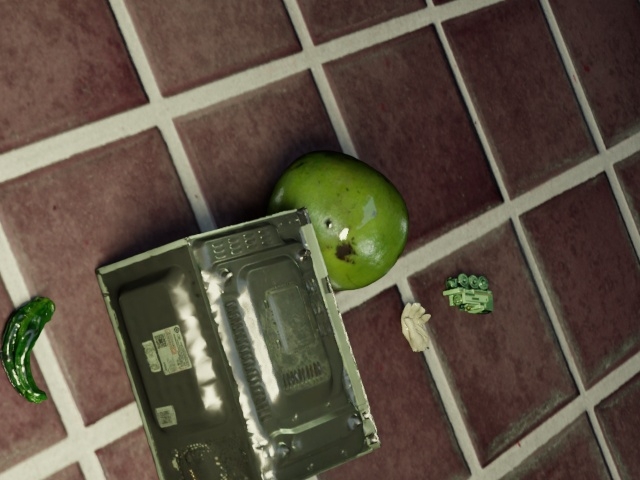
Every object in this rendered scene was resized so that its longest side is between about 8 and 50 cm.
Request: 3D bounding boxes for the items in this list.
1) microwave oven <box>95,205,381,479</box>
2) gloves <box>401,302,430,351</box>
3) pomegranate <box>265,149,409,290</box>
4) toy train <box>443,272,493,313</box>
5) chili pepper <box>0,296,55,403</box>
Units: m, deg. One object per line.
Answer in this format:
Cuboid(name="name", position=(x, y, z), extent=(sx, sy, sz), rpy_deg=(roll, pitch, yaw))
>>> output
Cuboid(name="microwave oven", position=(-0.084, 0.134, 1.942), extent=(0.237, 0.181, 0.295), rpy_deg=(-15, 88, -50))
Cuboid(name="gloves", position=(0.127, 0.122, 2.291), extent=(0.044, 0.037, 0.081), rpy_deg=(-27, 117, -68))
Cuboid(name="pomegranate", position=(0.002, 0.001, 2.108), extent=(0.187, 0.187, 0.225), rpy_deg=(42, 78, -30))
Cuboid(name="toy train", position=(0.206, 0.075, 2.397), extent=(0.083, 0.033, 0.053), rpy_deg=(6, 75, -46))
Cuboid(name="chili pepper", position=(-0.309, 0.111, 1.814), extent=(0.055, 0.035, 0.118), rpy_deg=(13, 61, -26))
